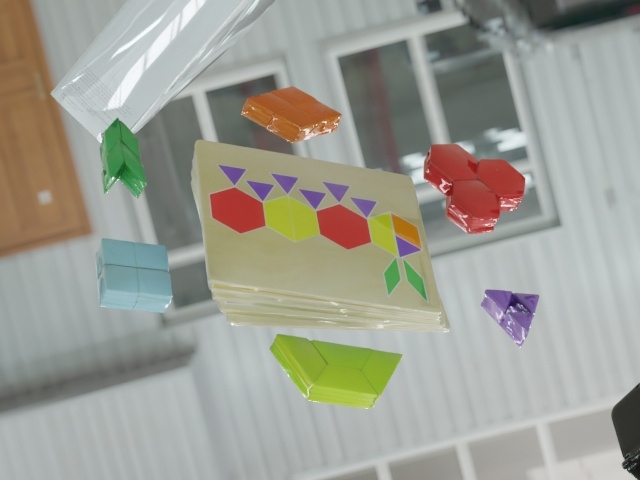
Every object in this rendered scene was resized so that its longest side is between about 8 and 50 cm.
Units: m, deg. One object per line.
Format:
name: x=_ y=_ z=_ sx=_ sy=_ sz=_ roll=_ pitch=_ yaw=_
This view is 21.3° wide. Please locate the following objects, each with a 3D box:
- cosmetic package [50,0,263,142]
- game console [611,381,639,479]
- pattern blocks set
cosmetic package: x=-0.095 y=-0.280 z=1.795 sx=0.284 sy=0.097 sz=0.377 roll=-42 pitch=-174 yaw=33
game console: x=0.357 y=0.185 z=1.690 sx=0.122 sy=0.107 sz=0.071 roll=-50 pitch=180 yaw=34
pattern blocks set: x=0.000 y=0.000 z=1.187 sx=0.324 sy=0.285 sz=0.026 roll=15 pitch=133 yaw=-13
